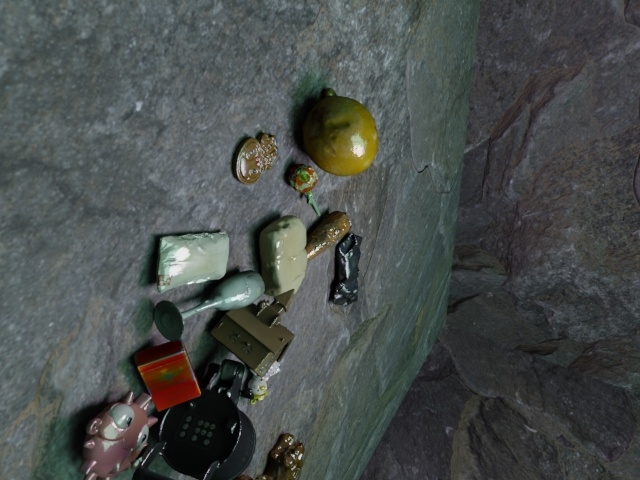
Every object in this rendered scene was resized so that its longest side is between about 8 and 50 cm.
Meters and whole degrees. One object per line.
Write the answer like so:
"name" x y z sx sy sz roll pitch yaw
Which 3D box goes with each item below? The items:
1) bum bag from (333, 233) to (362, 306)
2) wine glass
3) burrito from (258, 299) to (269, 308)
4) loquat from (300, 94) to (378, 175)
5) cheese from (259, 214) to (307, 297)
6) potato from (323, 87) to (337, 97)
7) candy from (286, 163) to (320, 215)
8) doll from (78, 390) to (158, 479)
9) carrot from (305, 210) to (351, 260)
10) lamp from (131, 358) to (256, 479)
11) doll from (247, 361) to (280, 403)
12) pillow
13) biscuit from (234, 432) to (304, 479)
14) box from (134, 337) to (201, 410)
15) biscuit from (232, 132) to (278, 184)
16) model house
"bum bag" 0.106 0.123 1.890 0.137 0.074 0.310 -13 111 -44
"wine glass" -0.198 0.188 1.181 0.309 0.264 0.096 -20 132 -56
"burrito" -0.193 0.272 1.473 0.058 0.045 0.188 94 16 -80
"loquat" 0.066 -0.304 1.414 0.244 0.243 0.244 -38 137 -47
"cheese" -0.114 0.056 1.440 0.159 0.093 0.263 -37 138 -43
"potato" 0.035 -0.431 1.470 0.083 0.040 0.051 60 26 -58
"candy" -0.037 -0.145 1.506 0.078 0.084 0.288 -60 160 -15
"doll" -0.445 0.444 1.064 0.262 0.093 0.211 82 27 -46
"carrot" 0.000 0.000 1.615 0.263 0.102 0.102 -43 141 -37
"lamp" -0.287 0.524 1.242 0.374 0.205 0.272 -64 160 -48
"doll" -0.186 0.427 1.537 0.129 0.081 0.207 20 90 -43
"pillow" -0.300 0.046 1.141 0.229 0.050 0.128 -10 107 -60
"biscuit" -0.194 0.899 1.761 0.366 0.115 0.268 -11 116 -57
"box" -0.361 0.320 1.143 0.112 0.048 0.175 -16 129 -16
"biscuit" -0.165 -0.219 1.255 0.175 0.026 0.124 -46 143 -40
"model house" -0.150 0.238 1.359 0.248 0.181 0.176 -49 162 -18
